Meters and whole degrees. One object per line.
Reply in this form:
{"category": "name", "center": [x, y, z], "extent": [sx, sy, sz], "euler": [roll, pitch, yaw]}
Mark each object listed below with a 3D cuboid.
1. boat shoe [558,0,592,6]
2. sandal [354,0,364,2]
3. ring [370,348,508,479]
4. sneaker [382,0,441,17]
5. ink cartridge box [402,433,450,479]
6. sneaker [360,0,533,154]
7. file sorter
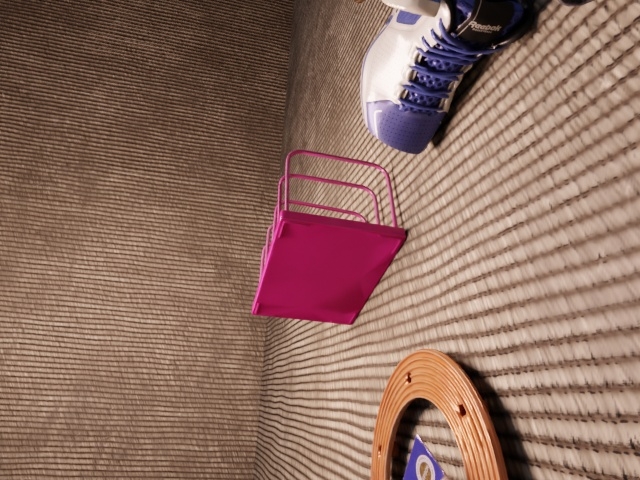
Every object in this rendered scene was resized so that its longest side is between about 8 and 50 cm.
{"category": "boat shoe", "center": [0.231, -0.242, 0.280], "extent": [0.301, 0.108, 0.102], "euler": [161, 116, -78]}
{"category": "sandal", "center": [0.131, -0.594, 1.026], "extent": [0.219, 0.060, 0.090], "euler": [-69, 19, -3]}
{"category": "ring", "center": [0.129, 0.298, 0.582], "extent": [0.336, 0.032, 0.336], "euler": [-173, 90, -77]}
{"category": "sneaker", "center": [0.099, -0.289, 0.511], "extent": [0.152, 0.058, 0.084], "euler": [-91, 14, -52]}
{"category": "ink cartridge box", "center": [0.125, 0.353, 0.395], "extent": [0.371, 0.069, 0.175], "euler": [-129, 47, -63]}
{"category": "sneaker", "center": [0.145, -0.242, 0.601], "extent": [0.182, 0.128, 0.315], "euler": [-98, 22, -55]}
{"category": "file sorter", "center": [0.000, 0.000, 0.923], "extent": [0.290, 0.202, 0.182], "euler": [113, 161, -49]}
